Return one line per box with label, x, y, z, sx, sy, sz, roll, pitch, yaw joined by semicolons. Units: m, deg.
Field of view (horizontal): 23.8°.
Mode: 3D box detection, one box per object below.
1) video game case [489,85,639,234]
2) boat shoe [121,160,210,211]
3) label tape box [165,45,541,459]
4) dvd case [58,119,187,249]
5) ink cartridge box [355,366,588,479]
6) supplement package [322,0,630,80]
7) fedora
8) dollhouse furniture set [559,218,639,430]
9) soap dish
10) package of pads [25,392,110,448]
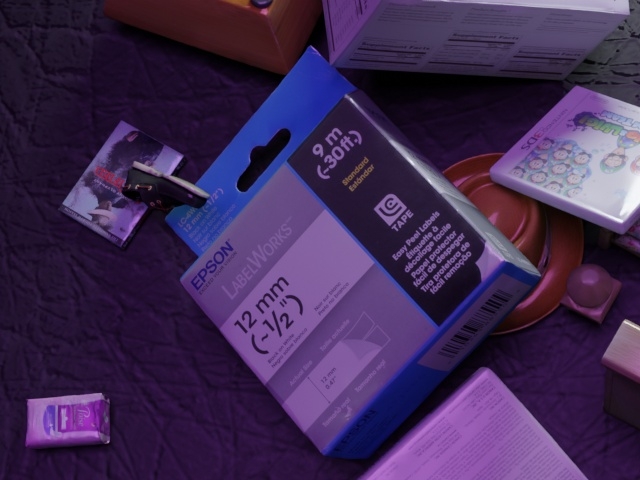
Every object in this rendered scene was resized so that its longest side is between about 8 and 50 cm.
video game case;0.265;-0.080;1.448;0.157;0.019;0.143;26;58;38
boat shoe;-0.157;-0.048;1.543;0.133;0.049;0.042;18;83;51
label tape box;0.000;0.000;1.457;0.249;0.115;0.347;-48;66;12
dvd case;-0.210;-0.060;1.612;0.087;0.013;0.119;30;79;18
ink cartridge box;0.162;0.260;1.427;0.181;0.056;0.224;-41;88;-6
supplement package;0.143;-0.286;1.506;0.262;0.145;0.204;1;69;-21
fedora;0.167;-0.005;1.493;0.194;0.079;0.194;-3;71;9
dollhouse furniture set;0.406;0.019;1.394;0.303;0.174;0.355;29;78;17
soap dish;-0.080;-0.342;1.634;0.229;0.118;0.291;20;74;16
package of pads;-0.254;0.182;1.524;0.083;0.032;0.050;-5;73;8
